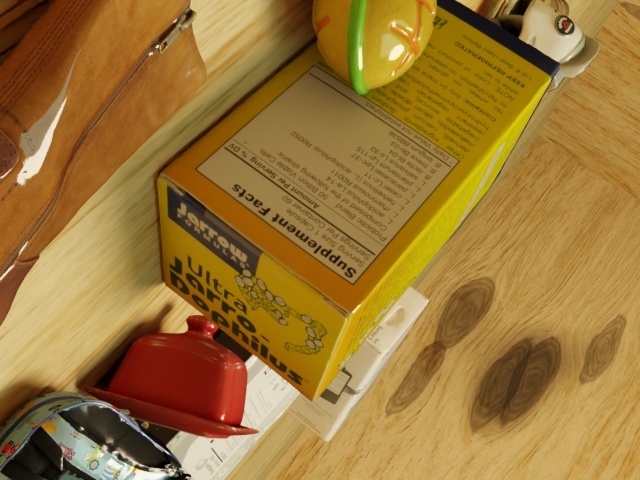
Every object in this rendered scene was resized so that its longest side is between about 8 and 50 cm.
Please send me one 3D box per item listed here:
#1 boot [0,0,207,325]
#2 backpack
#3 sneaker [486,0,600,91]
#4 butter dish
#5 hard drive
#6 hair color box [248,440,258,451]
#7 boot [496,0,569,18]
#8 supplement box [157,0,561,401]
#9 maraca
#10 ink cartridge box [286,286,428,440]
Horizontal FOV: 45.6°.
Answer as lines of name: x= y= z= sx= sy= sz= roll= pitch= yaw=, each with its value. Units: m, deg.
boot: x=-0.144 y=-0.050 z=0.336 sx=0.280 sy=0.096 sz=0.264 roll=-51 pitch=167 yaw=-17
backpack: x=-0.226 y=0.208 z=0.664 sx=0.158 sy=0.116 sz=0.173 roll=-51 pitch=136 yaw=-20
sneaker: x=0.282 y=-0.288 z=1.234 sx=0.122 sy=0.146 sz=0.330 roll=-55 pitch=-166 yaw=-28
butter dish: x=-0.137 y=0.136 z=0.792 sx=0.160 sy=0.160 sz=0.118 roll=74 pitch=30 yaw=-74
hard drive: x=-0.126 y=0.228 z=1.067 sx=0.339 sy=0.064 sz=0.237 roll=-45 pitch=153 yaw=-20
hair color box: x=-0.135 y=0.359 z=1.528 sx=0.167 sy=0.053 sz=0.093 roll=-58 pitch=166 yaw=22
boot: x=0.360 y=-0.357 z=1.393 sx=0.269 sy=0.089 sz=0.236 roll=-27 pitch=143 yaw=-61
supplement box: x=0.038 y=-0.061 z=0.735 sx=0.356 sy=0.194 sz=0.195 roll=-46 pitch=165 yaw=-29
maraca: x=0.049 y=-0.204 z=0.636 sx=0.127 sy=0.099 sz=0.186 roll=89 pitch=16 yaw=-52
ink cartridge box: x=0.063 y=0.210 z=1.413 sx=0.198 sy=0.114 sz=0.273 roll=-40 pitch=162 yaw=-49
